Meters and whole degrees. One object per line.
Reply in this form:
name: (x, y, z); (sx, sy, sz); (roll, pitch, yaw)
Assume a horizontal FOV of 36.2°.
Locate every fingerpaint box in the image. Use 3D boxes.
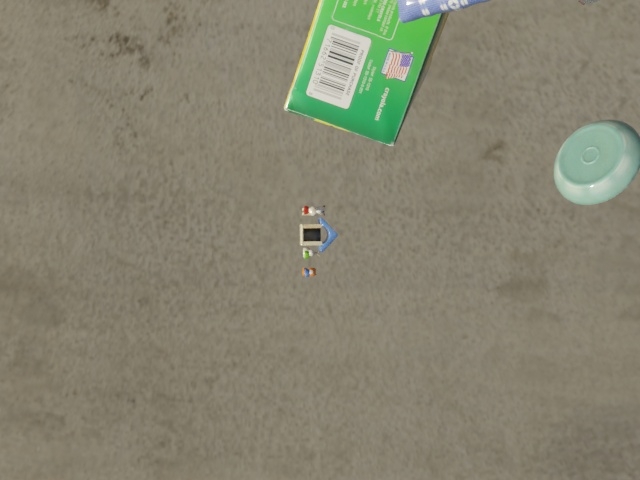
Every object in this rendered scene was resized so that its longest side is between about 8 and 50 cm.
fingerpaint box: (0.118, -0.384, 1.362); (0.163, 0.371, 0.445); (20, 105, 2)

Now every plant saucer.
plant saucer: (0.342, -0.103, 1.227); (0.119, 0.119, 0.021); (-41, 136, 18)

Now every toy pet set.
toy pet set: (0.000, 0.000, 1.707); (0.065, 0.114, 0.122); (0, 91, -5)

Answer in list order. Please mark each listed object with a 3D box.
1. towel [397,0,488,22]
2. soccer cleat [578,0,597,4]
towel: (0.183, -0.262, 0.487); (0.336, 0.040, 0.243); (-10, 81, 25)
soccer cleat: (0.341, -0.420, 1.399); (0.068, 0.076, 0.196); (-37, 72, -6)
